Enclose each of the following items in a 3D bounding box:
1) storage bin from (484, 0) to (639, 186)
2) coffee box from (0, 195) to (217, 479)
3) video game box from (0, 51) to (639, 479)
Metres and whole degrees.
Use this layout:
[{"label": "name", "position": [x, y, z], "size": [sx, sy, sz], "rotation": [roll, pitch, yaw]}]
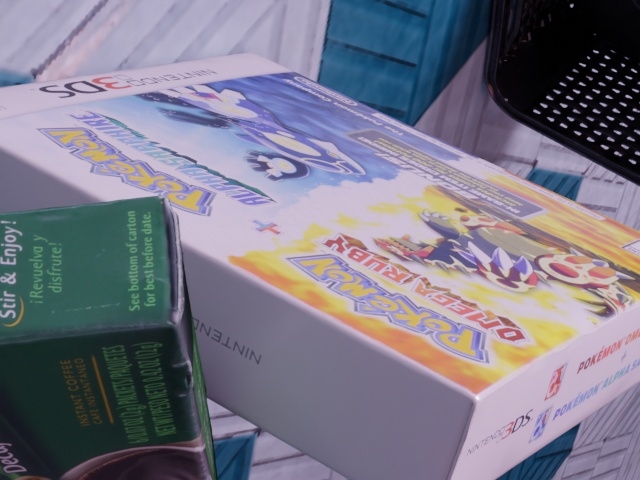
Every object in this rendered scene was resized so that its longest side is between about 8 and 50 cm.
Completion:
[{"label": "storage bin", "position": [0.181, -0.094, 0.830], "size": [0.084, 0.180, 0.122], "rotation": [-46, 154, -31]}, {"label": "coffee box", "position": [-0.121, 0.045, 0.421], "size": [0.113, 0.184, 0.040], "rotation": [88, -4, -55]}, {"label": "video game box", "position": [0.000, 0.000, 0.551], "size": [0.187, 0.205, 0.048], "rotation": [-22, 133, -56]}]
